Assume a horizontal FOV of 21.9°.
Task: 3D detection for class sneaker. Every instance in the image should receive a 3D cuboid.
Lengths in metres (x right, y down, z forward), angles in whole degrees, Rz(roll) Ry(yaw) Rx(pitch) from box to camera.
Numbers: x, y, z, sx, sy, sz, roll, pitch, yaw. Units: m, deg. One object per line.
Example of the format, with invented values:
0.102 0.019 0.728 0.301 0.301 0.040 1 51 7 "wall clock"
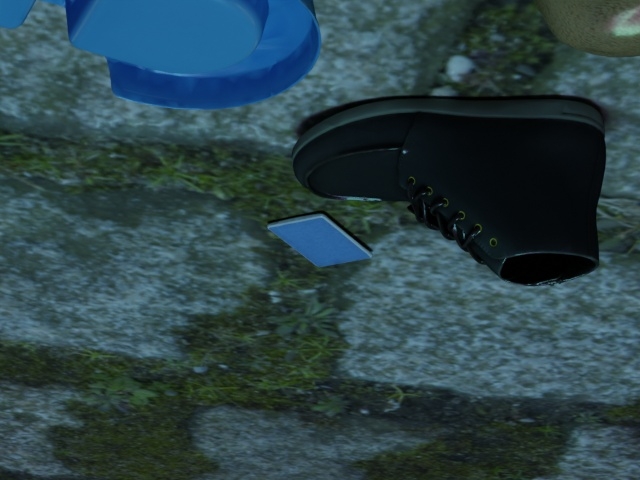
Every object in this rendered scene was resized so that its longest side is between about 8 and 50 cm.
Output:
0.083 -0.029 1.134 0.222 0.118 0.083 -4 154 17 "sneaker"

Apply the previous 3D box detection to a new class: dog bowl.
-0.140 -0.163 0.939 0.297 0.074 0.166 15 152 -20 "dog bowl"

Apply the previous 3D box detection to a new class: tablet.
0.000 0.000 1.339 0.054 0.006 0.083 -11 150 29 "tablet"

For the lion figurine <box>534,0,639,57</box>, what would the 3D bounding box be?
0.136 -0.168 0.798 0.240 0.142 0.392 -18 143 22 "lion figurine"
